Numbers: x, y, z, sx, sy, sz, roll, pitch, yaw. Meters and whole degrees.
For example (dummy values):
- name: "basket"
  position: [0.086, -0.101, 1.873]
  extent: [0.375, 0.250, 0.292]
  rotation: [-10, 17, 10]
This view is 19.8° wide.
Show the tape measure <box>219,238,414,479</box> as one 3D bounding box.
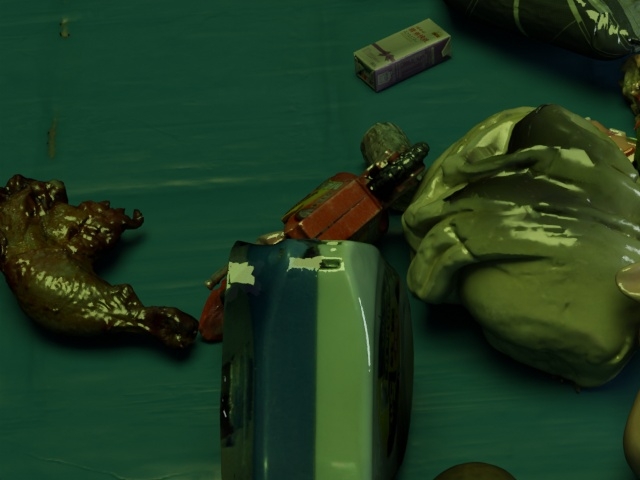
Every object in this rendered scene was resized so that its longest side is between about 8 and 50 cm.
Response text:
- name: "tape measure"
  position: [0.004, 0.131, 1.740]
  extent: [0.138, 0.262, 0.259]
  rotation: [2, 88, 13]

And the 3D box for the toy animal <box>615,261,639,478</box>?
- name: "toy animal"
  position: [0.366, 0.149, 1.756]
  extent: [0.149, 0.165, 0.248]
  rotation: [-7, 57, 23]

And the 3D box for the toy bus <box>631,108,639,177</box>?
- name: "toy bus"
  position: [0.430, -0.031, 1.909]
  extent: [0.128, 0.150, 0.262]
  rotation: [-19, 64, -11]

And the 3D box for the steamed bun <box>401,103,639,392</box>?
- name: "steamed bun"
  position: [0.227, -0.017, 1.913]
  extent: [0.320, 0.206, 0.275]
  rotation: [32, 53, 28]

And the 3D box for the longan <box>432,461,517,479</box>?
- name: "longan"
  position: [0.139, 0.264, 1.712]
  extent: [0.106, 0.106, 0.119]
  rotation: [35, 98, 34]

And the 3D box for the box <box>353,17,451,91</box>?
- name: "box"
  position: [0.102, -0.228, 2.261]
  extent: [0.117, 0.036, 0.050]
  rotation: [-25, 47, -21]

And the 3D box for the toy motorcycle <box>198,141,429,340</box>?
- name: "toy motorcycle"
  position: [0.000, -0.002, 1.960]
  extent: [0.298, 0.171, 0.089]
  rotation: [-39, 95, -26]

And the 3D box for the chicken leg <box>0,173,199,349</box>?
- name: "chicken leg"
  position: [-0.260, 0.027, 2.005]
  extent: [0.177, 0.083, 0.322]
  rotation: [-14, 43, -19]

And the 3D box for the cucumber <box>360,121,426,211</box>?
- name: "cucumber"
  position: [0.086, -0.087, 2.098]
  extent: [0.064, 0.064, 0.112]
  rotation: [-13, 46, -8]

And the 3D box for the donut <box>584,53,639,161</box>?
- name: "donut"
  position: [0.375, -0.121, 2.090]
  extent: [0.199, 0.085, 0.233]
  rotation: [29, 55, 29]

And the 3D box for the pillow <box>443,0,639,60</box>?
- name: "pillow"
  position: [0.275, -0.295, 2.258]
  extent: [0.335, 0.093, 0.161]
  rotation: [23, 22, 36]
